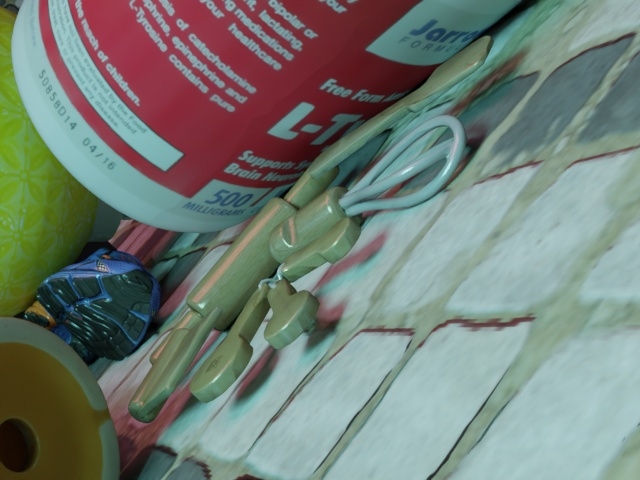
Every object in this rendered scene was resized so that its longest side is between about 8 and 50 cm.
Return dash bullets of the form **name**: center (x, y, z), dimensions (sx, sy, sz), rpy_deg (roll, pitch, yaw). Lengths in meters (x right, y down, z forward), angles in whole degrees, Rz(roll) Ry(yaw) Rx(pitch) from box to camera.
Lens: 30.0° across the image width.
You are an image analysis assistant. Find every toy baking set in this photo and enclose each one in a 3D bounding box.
- **toy baking set**: center (-0.003, 0.001, 0.636), dimensions (0.256, 0.030, 0.197), rpy_deg (-51, 17, -16)

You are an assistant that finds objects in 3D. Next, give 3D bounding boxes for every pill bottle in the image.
- **pill bottle**: center (-0.002, -0.192, 0.746), dimensions (0.408, 0.229, 0.229), rpy_deg (-36, 17, 39)

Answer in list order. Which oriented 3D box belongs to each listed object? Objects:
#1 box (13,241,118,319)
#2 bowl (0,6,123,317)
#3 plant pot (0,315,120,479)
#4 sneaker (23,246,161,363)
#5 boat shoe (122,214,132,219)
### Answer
- **box**: center (-0.321, 0.077, 1.233), dimensions (0.207, 0.108, 0.153), rpy_deg (-41, 14, 27)
- **bowl**: center (-0.256, -0.061, 1.033), dimensions (0.289, 0.156, 0.289), rpy_deg (-13, 75, 63)
- **plant pot**: center (-0.213, 0.125, 0.609), dimensions (0.188, 0.205, 0.205), rpy_deg (-20, 26, 30)
- **sneaker**: center (-0.171, 0.039, 0.935), dimensions (0.087, 0.083, 0.221), rpy_deg (-50, 15, -23)
- **boat shoe**: center (-0.111, -0.093, 1.045), dimensions (0.258, 0.095, 0.084), rpy_deg (-37, 48, 49)
